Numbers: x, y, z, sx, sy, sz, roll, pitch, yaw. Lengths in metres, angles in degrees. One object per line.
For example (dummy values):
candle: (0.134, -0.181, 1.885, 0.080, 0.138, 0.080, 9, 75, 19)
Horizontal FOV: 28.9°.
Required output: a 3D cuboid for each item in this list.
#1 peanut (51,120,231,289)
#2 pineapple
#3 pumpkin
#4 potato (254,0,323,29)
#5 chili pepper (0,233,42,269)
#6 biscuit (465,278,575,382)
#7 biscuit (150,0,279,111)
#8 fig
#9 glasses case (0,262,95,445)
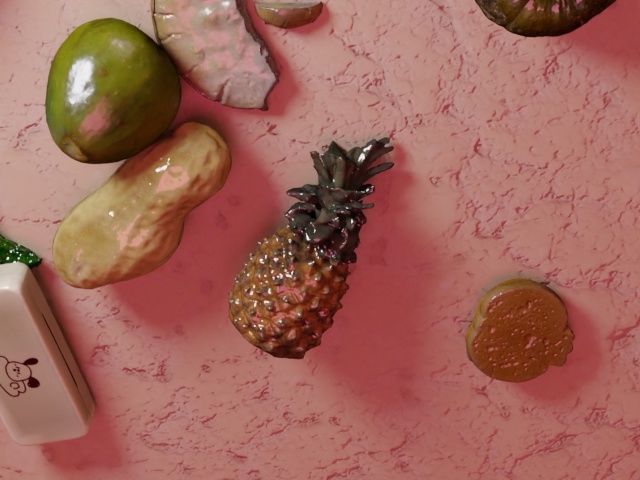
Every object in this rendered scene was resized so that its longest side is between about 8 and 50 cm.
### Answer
peanut: (-0.250, -0.042, 1.774, 0.319, 0.147, 0.147, -40, 108, 16)
pineapple: (0.000, 0.000, 1.770, 0.169, 0.169, 0.340, 28, 109, -10)
pumpkin: (0.282, -0.356, 1.558, 0.219, 0.162, 0.219, 1, 121, 1)
potato: (-0.044, -0.301, 1.675, 0.093, 0.036, 0.037, 0, 114, 3)
chili pepper: (-0.519, -0.058, 1.820, 0.122, 0.065, 0.279, -24, 116, 0)
biscuit: (0.303, 0.134, 1.870, 0.170, 0.050, 0.170, -2, 117, -4)
biscuit: (-0.158, -0.291, 1.687, 0.141, 0.038, 0.290, -17, 115, 13)
fig: (-0.288, -0.193, 1.677, 0.181, 0.191, 0.181, 18, 152, 10)
glasses case: (-0.459, 0.180, 1.908, 0.131, 0.070, 0.313, -10, 124, 10)
